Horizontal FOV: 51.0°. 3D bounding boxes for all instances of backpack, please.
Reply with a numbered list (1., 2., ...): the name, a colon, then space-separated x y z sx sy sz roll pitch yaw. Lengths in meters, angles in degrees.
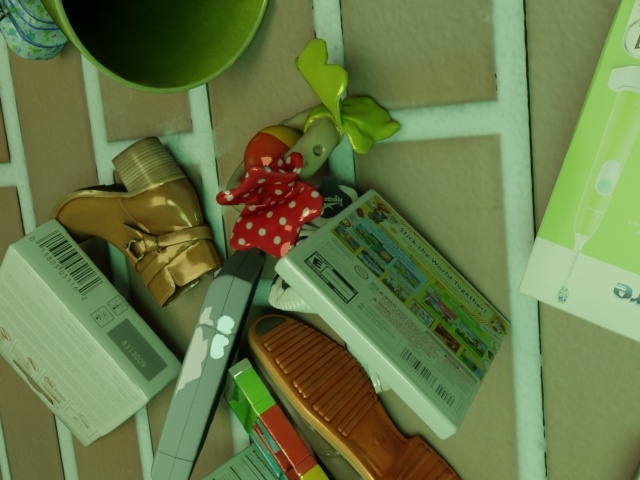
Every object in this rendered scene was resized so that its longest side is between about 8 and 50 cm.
1. backpack: -0.446 -0.344 1.039 0.084 0.105 0.114 -24 92 35

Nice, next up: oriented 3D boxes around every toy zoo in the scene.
1. toy zoo: -0.036 0.305 0.895 0.293 0.030 0.192 53 159 14

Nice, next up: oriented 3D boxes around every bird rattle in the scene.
1. bird rattle: -0.032 -0.086 0.774 0.143 0.253 0.207 38 160 -23

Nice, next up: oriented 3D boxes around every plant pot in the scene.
1. plant pot: -0.257 -0.357 0.844 0.294 0.275 0.274 32 117 41

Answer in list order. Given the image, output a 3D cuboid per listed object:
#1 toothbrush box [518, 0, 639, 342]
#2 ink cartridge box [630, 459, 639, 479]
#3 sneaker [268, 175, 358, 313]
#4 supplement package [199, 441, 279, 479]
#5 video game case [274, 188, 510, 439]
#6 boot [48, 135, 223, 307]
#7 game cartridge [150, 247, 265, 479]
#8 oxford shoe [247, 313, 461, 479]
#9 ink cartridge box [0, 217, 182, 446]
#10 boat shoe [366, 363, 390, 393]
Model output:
1. toothbrush box: 0.329 -0.052 0.593 0.206 0.122 0.283 23 111 27
2. ink cartridge box: 0.365 0.340 0.672 0.160 0.093 0.219 24 112 27
3. sneaker: 0.000 0.000 0.777 0.094 0.235 0.153 9 94 1
4. supplement package: -0.138 0.388 0.954 0.105 0.179 0.105 47 121 16
5. video game case: 0.086 0.062 0.701 0.227 0.206 0.026 45 127 5
6. boot: -0.280 0.002 1.022 0.283 0.109 0.220 -30 87 26
7. game cartridge: -0.146 0.163 0.882 0.062 0.198 0.297 20 102 2
8. oxford shoe: 0.019 0.253 0.860 0.363 0.130 0.132 48 127 15
9. ink cartridge box: -0.420 0.178 1.132 0.308 0.091 0.385 49 139 -1
10. boat shoe: 0.072 0.143 0.856 0.035 0.035 0.100 -18 76 1
